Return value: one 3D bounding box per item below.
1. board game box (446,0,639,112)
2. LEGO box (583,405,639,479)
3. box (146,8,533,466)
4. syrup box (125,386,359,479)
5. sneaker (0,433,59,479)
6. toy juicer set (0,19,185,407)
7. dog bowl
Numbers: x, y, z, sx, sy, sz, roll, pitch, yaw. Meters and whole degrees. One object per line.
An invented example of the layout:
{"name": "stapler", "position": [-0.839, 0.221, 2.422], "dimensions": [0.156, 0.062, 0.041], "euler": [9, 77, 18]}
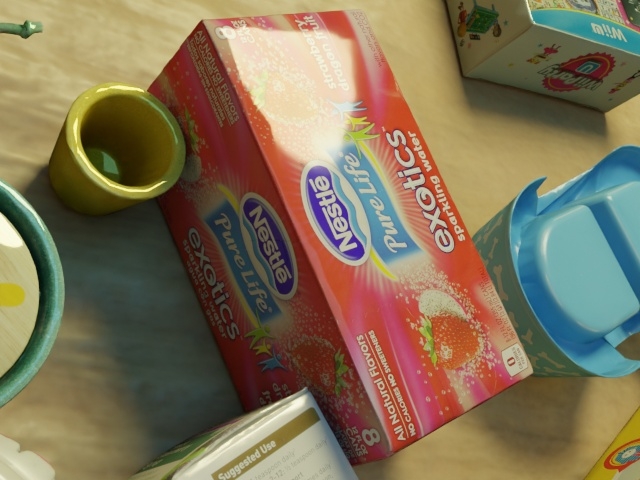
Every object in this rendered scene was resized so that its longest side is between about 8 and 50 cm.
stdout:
{"name": "board game box", "position": [0.224, -0.300, 0.805], "dimensions": [0.224, 0.097, 0.303], "euler": [4, 68, -34]}
{"name": "LEGO box", "position": [0.384, 0.185, 0.511], "dimensions": [0.500, 0.372, 0.193], "euler": [-30, 88, -41]}
{"name": "box", "position": [0.000, 0.000, 0.482], "dimensions": [0.128, 0.123, 0.256], "euler": [-17, 80, -39]}
{"name": "syrup box", "position": [-0.005, 0.206, 0.402], "dimensions": [0.096, 0.093, 0.236], "euler": [-27, 86, -40]}
{"name": "sneaker", "position": [-0.197, 0.071, 0.249], "dimensions": [0.252, 0.111, 0.103], "euler": [30, 82, -12]}
{"name": "toy juicer set", "position": [-0.214, 0.001, 0.344], "dimensions": [0.209, 0.089, 0.329], "euler": [41, 54, -19]}
{"name": "dog bowl", "position": [0.237, 0.019, 0.678], "dimensions": [0.297, 0.074, 0.166], "euler": [-20, 82, -39]}
